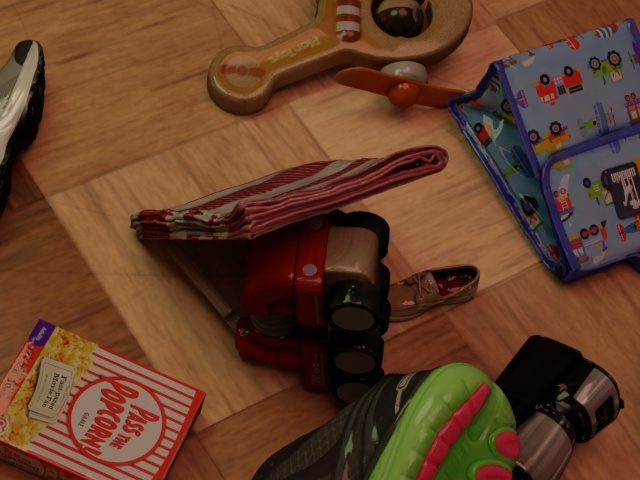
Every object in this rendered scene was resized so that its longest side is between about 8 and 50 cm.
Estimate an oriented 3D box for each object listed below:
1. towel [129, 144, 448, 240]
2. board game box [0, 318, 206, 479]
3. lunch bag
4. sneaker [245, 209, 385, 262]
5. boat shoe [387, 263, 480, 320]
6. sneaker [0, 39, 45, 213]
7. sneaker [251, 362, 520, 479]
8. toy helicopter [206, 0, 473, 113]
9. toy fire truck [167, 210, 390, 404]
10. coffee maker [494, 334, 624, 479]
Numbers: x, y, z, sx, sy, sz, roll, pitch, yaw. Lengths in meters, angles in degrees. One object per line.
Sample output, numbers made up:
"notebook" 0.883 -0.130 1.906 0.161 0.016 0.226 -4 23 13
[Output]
"towel" -0.045 -0.051 1.640 0.237 0.329 0.037 -19 98 -26
"board game box" -0.234 0.183 1.580 0.193 0.045 0.147 23 54 2
"lunch bag" 0.327 -0.091 1.879 0.221 0.138 0.293 -20 80 -28
"sneaker" 0.000 0.000 1.746 0.170 0.075 0.063 -5 58 -17
"boat shoe" 0.120 0.053 1.759 0.135 0.045 0.050 -16 62 -24
"sneaker" -0.377 -0.126 1.724 0.108 0.100 0.271 16 54 3
"sneaker" -0.001 0.316 1.493 0.483 0.202 0.185 -45 113 -20
"toy helicopter" 0.031 -0.236 1.907 0.355 0.140 0.235 -26 75 -16
"toy fire truck" -0.051 0.053 1.627 0.246 0.217 0.158 3 54 5
"coffee maker" 0.206 0.187 1.646 0.171 0.120 0.178 38 55 13
